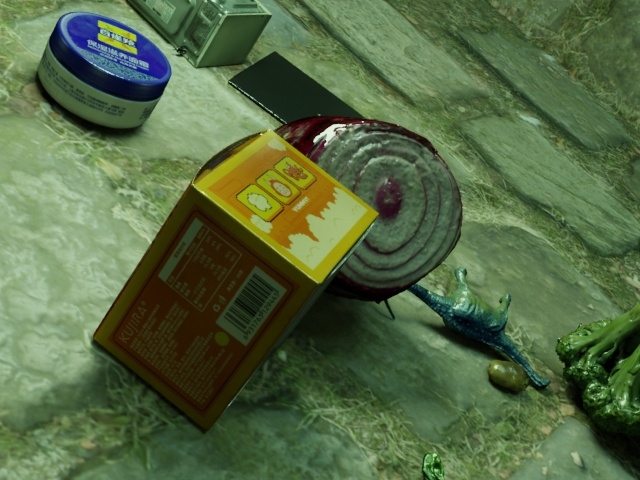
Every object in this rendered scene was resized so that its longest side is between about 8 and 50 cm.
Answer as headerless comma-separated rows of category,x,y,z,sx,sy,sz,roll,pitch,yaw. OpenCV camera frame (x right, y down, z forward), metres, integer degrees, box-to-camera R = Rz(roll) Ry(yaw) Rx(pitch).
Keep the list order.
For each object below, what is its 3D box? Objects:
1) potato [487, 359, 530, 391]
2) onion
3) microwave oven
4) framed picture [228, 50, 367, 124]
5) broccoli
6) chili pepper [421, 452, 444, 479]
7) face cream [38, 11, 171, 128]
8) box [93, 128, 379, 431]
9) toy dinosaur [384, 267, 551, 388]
potato,0.321,0.229,1.928,0.083,0.040,0.051,22,31,-24
onion,0.030,-0.046,1.751,0.336,0.282,0.260,6,-4,-31
microwave oven,-0.252,-0.477,2.263,0.240,0.145,0.194,46,27,17
framed picture,-0.008,-0.261,2.335,0.338,0.014,0.255,36,29,2
broccoli,0.583,0.221,1.977,0.321,0.283,0.304,-4,39,-10
chili pepper,0.166,0.339,1.612,0.034,0.030,0.091,44,19,-43
face cream,-0.361,-0.280,1.882,0.206,0.111,0.206,27,29,-16
box,-0.111,0.043,1.490,0.214,0.283,0.259,38,28,1
toy dinosaur,0.262,0.130,1.977,0.363,0.076,0.147,31,39,-20
